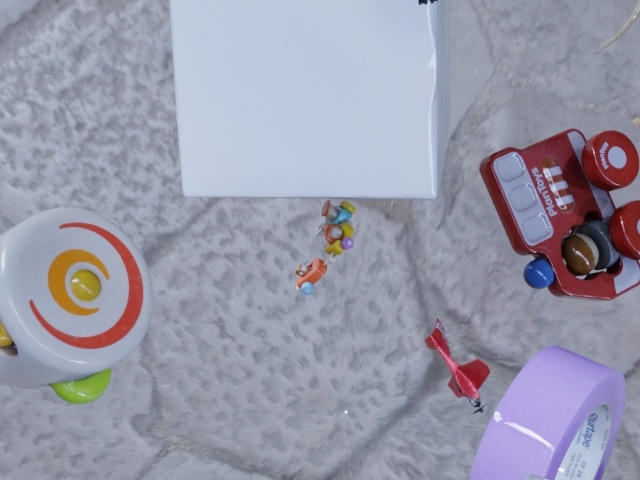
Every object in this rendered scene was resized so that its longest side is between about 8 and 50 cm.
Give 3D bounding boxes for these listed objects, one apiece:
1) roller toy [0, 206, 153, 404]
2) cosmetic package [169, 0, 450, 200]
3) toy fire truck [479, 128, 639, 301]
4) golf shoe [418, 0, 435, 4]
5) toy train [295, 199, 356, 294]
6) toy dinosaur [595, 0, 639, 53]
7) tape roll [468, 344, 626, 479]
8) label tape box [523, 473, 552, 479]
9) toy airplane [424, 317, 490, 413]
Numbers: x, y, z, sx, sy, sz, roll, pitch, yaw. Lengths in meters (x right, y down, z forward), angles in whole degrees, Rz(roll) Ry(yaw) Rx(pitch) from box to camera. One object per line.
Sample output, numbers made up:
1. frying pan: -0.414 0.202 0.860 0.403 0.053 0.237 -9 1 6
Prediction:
1. roller toy: -0.296 0.064 1.084 0.209 0.146 0.191 33 54 -29
2. cosmetic package: 0.010 -0.252 1.319 0.327 0.394 0.330 1 104 9
3. toy fire truck: 0.415 -0.034 1.617 0.253 0.169 0.302 -22 91 -25
4. golf shoe: 0.164 -0.308 0.943 0.198 0.077 0.094 -10 58 24
5. toy train: 0.000 0.000 1.489 0.046 0.125 0.166 37 37 -21
6. toy dinosaur: 0.289 -0.244 0.800 0.053 0.092 0.183 18 89 4
7. tape roll: 0.295 0.279 1.242 0.090 0.275 0.275 22 80 33
8. label tape box: 0.250 0.325 0.636 0.333 0.106 0.241 12 53 36
9. toy airplane: 0.195 0.181 1.386 0.028 0.151 0.151 -22 80 -19
